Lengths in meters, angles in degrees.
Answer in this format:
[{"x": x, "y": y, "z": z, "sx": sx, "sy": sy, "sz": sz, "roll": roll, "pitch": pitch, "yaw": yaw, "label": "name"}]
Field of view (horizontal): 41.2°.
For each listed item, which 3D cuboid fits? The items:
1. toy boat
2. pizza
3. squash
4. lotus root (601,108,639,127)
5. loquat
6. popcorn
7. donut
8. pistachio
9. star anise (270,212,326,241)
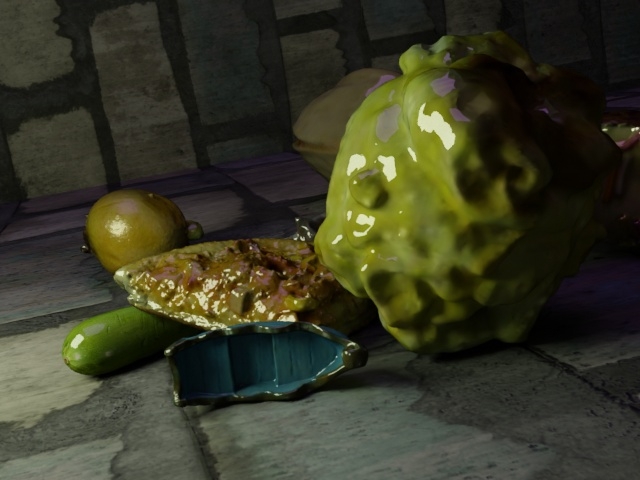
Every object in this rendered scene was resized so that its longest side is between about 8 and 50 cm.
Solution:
[{"x": -0.049, "y": 0.115, "z": 0.794, "sx": 0.186, "sy": 0.075, "sz": 0.077, "roll": -6, "pitch": 9, "yaw": -3, "label": "toy boat"}, {"x": -0.063, "y": 0.041, "z": 1.016, "sx": 0.269, "sy": 0.087, "sz": 0.258, "roll": 11, "pitch": 16, "yaw": 26, "label": "pizza"}, {"x": -0.205, "y": 0.106, "z": 0.994, "sx": 0.201, "sy": 0.066, "sz": 0.066, "roll": -15, "pitch": 13, "yaw": -39, "label": "squash"}, {"x": 0.492, "y": -0.151, "z": 1.487, "sx": 0.314, "sy": 0.141, "sz": 0.169, "roll": -11, "pitch": 8, "yaw": -6, "label": "lotus root"}, {"x": -0.297, "y": -0.011, "z": 1.416, "sx": 0.205, "sy": 0.149, "sz": 0.172, "roll": 1, "pitch": 6, "yaw": -7, "label": "loquat"}, {"x": 0.148, "y": -0.040, "z": 0.869, "sx": 0.312, "sy": 0.312, "sz": 0.312, "roll": -9, "pitch": 12, "yaw": 2, "label": "popcorn"}, {"x": 0.373, "y": -0.073, "z": 1.027, "sx": 0.307, "sy": 0.150, "sz": 0.371, "roll": 8, "pitch": -4, "yaw": -42, "label": "donut"}, {"x": 0.120, "y": -0.238, "z": 1.851, "sx": 0.366, "sy": 0.281, "sz": 0.445, "roll": -6, "pitch": 16, "yaw": -4, "label": "pistachio"}, {"x": 0.064, "y": 0.002, "z": 1.184, "sx": 0.236, "sy": 0.108, "sz": 0.223, "roll": -20, "pitch": -15, "yaw": 19, "label": "star anise"}]
